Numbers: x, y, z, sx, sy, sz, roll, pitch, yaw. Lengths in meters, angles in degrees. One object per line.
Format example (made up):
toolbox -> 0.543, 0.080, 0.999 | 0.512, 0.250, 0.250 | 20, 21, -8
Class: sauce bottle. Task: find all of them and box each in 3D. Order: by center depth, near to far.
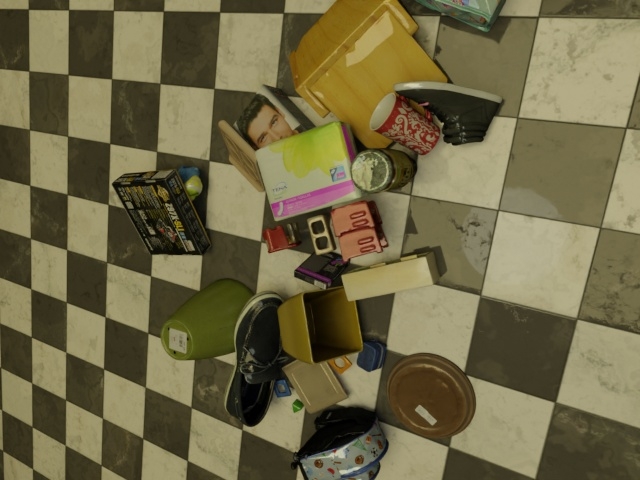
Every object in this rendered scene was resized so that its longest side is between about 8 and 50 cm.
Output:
sauce bottle -> 0.185, -0.188, 1.260 | 0.111, 0.344, 0.111 | 5, 102, 25

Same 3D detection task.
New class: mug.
mug -> 0.245, -0.323, 1.300 | 0.169, 0.113, 0.150 | 26, 125, -22

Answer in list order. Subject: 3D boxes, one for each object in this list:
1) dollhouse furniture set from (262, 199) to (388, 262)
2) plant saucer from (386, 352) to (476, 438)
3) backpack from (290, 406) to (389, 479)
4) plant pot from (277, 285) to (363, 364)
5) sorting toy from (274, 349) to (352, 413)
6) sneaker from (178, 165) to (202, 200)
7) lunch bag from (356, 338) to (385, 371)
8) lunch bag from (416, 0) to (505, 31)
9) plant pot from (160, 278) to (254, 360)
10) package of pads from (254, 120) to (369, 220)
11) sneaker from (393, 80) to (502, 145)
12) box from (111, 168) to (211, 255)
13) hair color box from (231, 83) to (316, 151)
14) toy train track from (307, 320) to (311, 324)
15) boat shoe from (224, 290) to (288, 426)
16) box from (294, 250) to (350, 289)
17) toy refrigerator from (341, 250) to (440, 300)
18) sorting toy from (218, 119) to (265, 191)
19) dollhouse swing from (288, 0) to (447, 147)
dollhouse furniture set -> 0.000, 0.000, 1.428 | 0.374, 0.201, 0.152 | -15, 91, 16
plant saucer -> 0.332, 0.484, 1.471 | 0.278, 0.041, 0.277 | 5, 101, 25
backpack -> 0.081, 0.664, 1.509 | 0.263, 0.276, 0.213 | -33, 88, 20
plant pot -> -0.019, 0.264, 1.505 | 0.187, 0.212, 0.212 | -16, 81, 47
sorting toy -> -0.014, 0.478, 1.633 | 0.348, 0.047, 0.196 | -35, 87, 31
sneaker -> -0.508, -0.195, 1.759 | 0.240, 0.091, 0.126 | -20, 59, 38
lunch bag -> 0.164, 0.361, 1.519 | 0.067, 0.065, 0.098 | 24, 108, 40
lunch bag -> 0.357, -0.686, 1.202 | 0.262, 0.160, 0.223 | 28, 110, 13
plant pot -> -0.395, 0.295, 1.652 | 0.275, 0.293, 0.274 | 4, 100, 25
package of pads -> -0.030, -0.199, 1.375 | 0.297, 0.101, 0.229 | -14, 93, 27
sneaker -> 0.322, -0.326, 1.244 | 0.296, 0.104, 0.146 | 6, 105, -14
box -> -0.568, -0.092, 1.722 | 0.257, 0.079, 0.322 | -2, 125, 25
hair color box -> -0.090, -0.291, 1.509 | 0.374, 0.114, 0.185 | 48, 115, 12
toy train track -> -0.054, 0.267, 1.639 | 0.048, 0.014, 0.083 | -27, 80, 34
boat shoe -> -0.207, 0.407, 1.619 | 0.156, 0.187, 0.500 | 34, 115, 50
box -> 0.007, 0.085, 1.497 | 0.116, 0.162, 0.029 | 21, 127, 22
toy refrigerator -> 0.208, 0.104, 1.434 | 0.270, 0.102, 0.094 | -14, 92, 28
sorting toy -> -0.250, -0.275, 1.565 | 0.038, 0.208, 0.193 | -38, 71, -17
dollhouse swing -> 0.145, -0.505, 1.390 | 0.347, 0.305, 0.315 | -39, 39, 26
